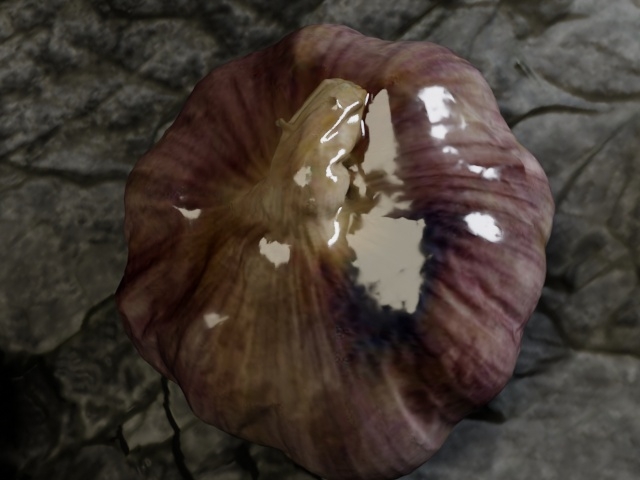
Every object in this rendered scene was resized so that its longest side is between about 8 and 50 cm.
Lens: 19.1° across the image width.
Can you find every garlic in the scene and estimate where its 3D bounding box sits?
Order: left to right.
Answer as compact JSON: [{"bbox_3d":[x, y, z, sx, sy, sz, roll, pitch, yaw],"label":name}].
[{"bbox_3d":[0.000,0.000,0.968,0.245,0.160,0.245,-5,75,18],"label":"garlic"}]
